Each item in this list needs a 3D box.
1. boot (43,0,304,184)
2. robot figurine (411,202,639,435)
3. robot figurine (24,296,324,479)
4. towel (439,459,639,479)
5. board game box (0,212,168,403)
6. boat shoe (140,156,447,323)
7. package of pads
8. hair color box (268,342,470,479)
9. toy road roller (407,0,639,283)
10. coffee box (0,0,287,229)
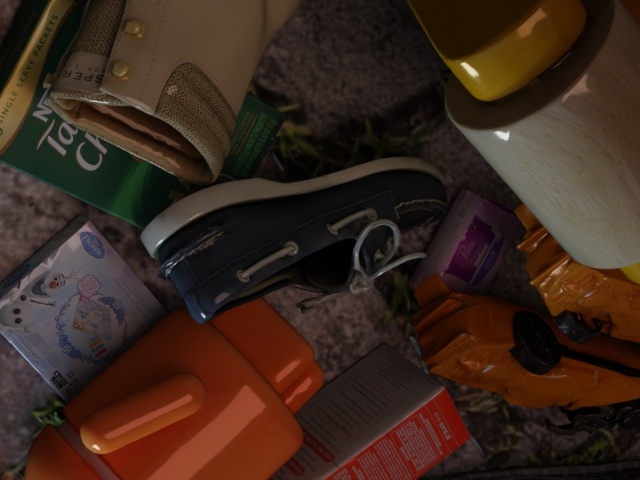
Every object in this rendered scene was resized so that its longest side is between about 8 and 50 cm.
[{"bbox_3d":[-0.114,-0.175,1.060,0.262,0.095,0.203,41,65,-37],"label":"boot"},{"bbox_3d":[0.214,0.057,1.298,0.291,0.085,0.211,15,136,-43],"label":"robot figurine"},{"bbox_3d":[-0.100,0.130,1.183,0.219,0.158,0.128,-43,106,-9],"label":"robot figurine"},{"bbox_3d":[0.195,0.289,1.394,0.283,0.121,0.235,-1,100,-31],"label":"towel"},{"bbox_3d":[-0.160,0.044,1.187,0.090,0.020,0.090,-41,120,-7],"label":"board game box"},{"bbox_3d":[0.000,0.000,1.170,0.095,0.079,0.254,-38,162,36],"label":"boat shoe"},{"bbox_3d":[0.103,0.008,1.300,0.050,0.032,0.083,26,95,-36],"label":"package of pads"},{"bbox_3d":[0.009,0.151,1.267,0.167,0.093,0.053,-34,119,-12],"label":"hair color box"},{"bbox_3d":[0.187,-0.160,1.117,0.240,0.329,0.202,-36,122,14],"label":"toy road roller"},{"bbox_3d":[-0.124,-0.073,1.152,0.184,0.040,0.113,28,93,-31],"label":"coffee box"}]
